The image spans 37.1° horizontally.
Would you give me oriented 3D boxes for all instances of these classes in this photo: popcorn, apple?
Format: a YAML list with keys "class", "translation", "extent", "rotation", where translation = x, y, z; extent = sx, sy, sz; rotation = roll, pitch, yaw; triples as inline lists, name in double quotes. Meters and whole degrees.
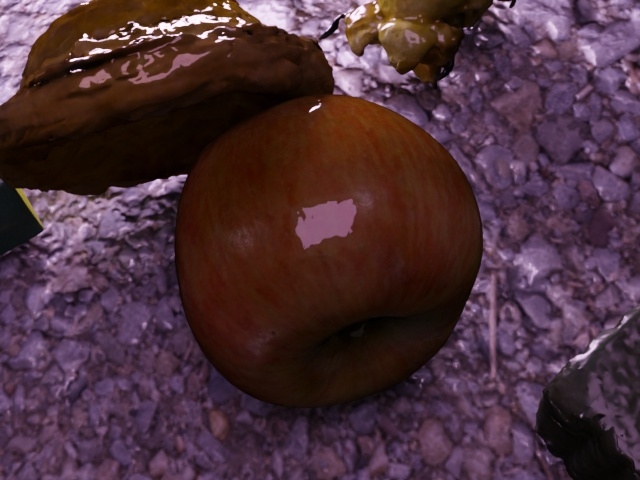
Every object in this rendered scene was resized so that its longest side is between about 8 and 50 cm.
- class: "popcorn"
  translation: [0.118, -0.266, 1.018]
  extent: [0.173, 0.168, 0.195]
  rotation: [27, 102, 3]
- class: "apple"
  translation: [0.000, 0.000, 0.802]
  extent: [0.264, 0.264, 0.264]
  rotation: [-3, 59, 4]

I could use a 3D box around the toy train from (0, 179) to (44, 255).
- class: "toy train"
  translation: [-0.491, -0.025, 0.939]
  extent: [0.369, 0.150, 0.237]
  rotation: [-31, 67, -11]

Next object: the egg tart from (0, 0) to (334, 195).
- class: "egg tart"
  translation: [-0.152, -0.136, 0.853]
  extent: [0.341, 0.341, 0.129]
  rotation: [-17, 86, -4]

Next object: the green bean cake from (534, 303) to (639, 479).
- class: "green bean cake"
  translation: [0.310, 0.156, 0.753]
  extent: [0.222, 0.125, 0.227]
  rotation: [-33, 63, -16]
